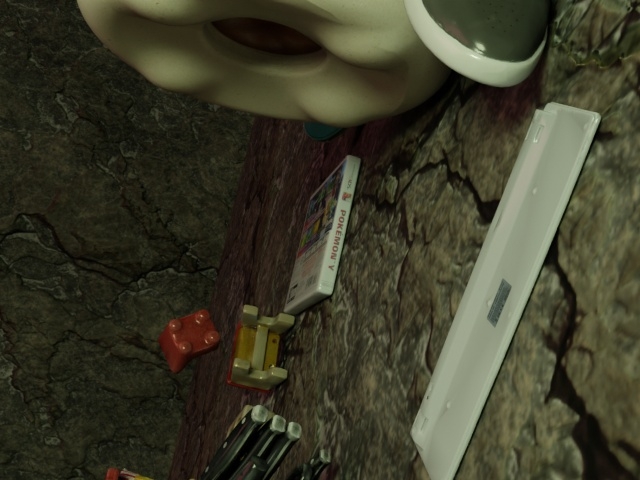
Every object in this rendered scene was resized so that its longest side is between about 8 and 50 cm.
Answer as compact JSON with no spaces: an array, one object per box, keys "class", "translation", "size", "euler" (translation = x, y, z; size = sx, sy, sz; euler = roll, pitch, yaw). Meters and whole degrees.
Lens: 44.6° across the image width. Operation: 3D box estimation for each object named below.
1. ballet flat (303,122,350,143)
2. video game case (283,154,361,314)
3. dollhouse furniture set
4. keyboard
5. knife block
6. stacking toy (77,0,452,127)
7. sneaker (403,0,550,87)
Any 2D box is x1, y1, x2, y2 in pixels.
[{"class":"ballet flat","translation":[0.053,-0.236,1.032],"size":[0.077,0.091,0.240],"euler":[-35,-23,-56]},{"class":"video game case","translation":[0.000,0.000,1.055],"size":[0.201,0.023,0.183],"euler":[138,146,-71]},{"class":"dollhouse furniture set","translation":[-0.173,0.269,1.053],"size":[0.152,0.202,0.373],"euler":[122,160,-54]},{"class":"keyboard","translation":[0.113,0.037,0.500],"size":[0.072,0.014,0.255],"euler":[-125,52,-69]},{"class":"knife block","translation":[-0.112,0.276,0.687],"size":[0.088,0.276,0.242],"euler":[-105,4,-70]},{"class":"stacking toy","translation":[-0.015,-0.379,0.758],"size":[0.350,0.351,0.479],"euler":[150,131,-74]},{"class":"sneaker","translation":[0.133,-0.243,0.541],"size":[0.146,0.105,0.295],"euler":[112,172,-52]}]
